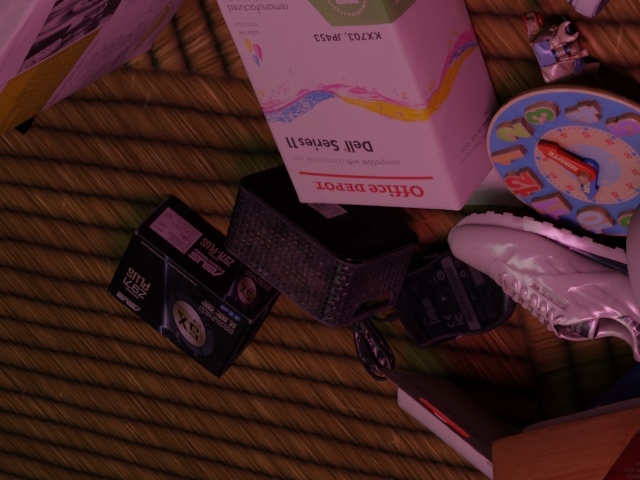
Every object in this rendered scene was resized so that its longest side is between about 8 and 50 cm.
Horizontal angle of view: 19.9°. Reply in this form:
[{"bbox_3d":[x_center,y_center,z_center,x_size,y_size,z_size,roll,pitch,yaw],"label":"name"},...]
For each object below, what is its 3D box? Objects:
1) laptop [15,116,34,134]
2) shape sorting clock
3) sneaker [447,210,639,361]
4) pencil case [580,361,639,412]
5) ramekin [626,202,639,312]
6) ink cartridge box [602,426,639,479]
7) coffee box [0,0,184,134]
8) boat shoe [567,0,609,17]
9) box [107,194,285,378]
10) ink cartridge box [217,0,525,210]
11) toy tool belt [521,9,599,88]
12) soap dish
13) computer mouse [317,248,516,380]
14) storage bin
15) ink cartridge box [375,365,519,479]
[{"bbox_3d":[-0.447,-0.235,2.129,0.264,0.136,0.234,42,143,-1],"label":"laptop"},{"bbox_3d":[0.256,-0.071,1.733,0.206,0.040,0.206,20,149,12],"label":"shape sorting clock"},{"bbox_3d":[0.230,0.042,1.812,0.235,0.095,0.090,18,166,18],"label":"sneaker"},{"bbox_3d":[0.344,0.186,1.872,0.306,0.133,0.119,-51,55,52],"label":"pencil case"},{"bbox_3d":[0.381,0.032,1.627,0.109,0.207,0.207,-28,106,41],"label":"ramekin"},{"bbox_3d":[0.371,0.146,1.392,0.197,0.273,0.114,-3,122,43],"label":"ink cartridge box"},{"bbox_3d":[-0.309,-0.327,1.722,0.337,0.334,0.338,51,142,4],"label":"coffee box"},{"bbox_3d":[0.240,-0.277,1.535,0.076,0.083,0.226,34,143,8],"label":"boat shoe"},{"bbox_3d":[-0.152,0.057,2.209,0.180,0.077,0.147,38,143,4],"label":"box"},{"bbox_3d":[0.052,-0.148,1.796,0.207,0.119,0.353,3,129,38],"label":"ink cartridge box"},{"bbox_3d":[0.223,-0.182,1.681,0.051,0.052,0.083,-18,122,14],"label":"toy tool belt"},{"bbox_3d":[0.326,0.296,1.803,0.229,0.118,0.291,-21,116,45],"label":"soap dish"},{"bbox_3d":[0.110,0.031,1.983,0.262,0.060,0.184,-30,85,47],"label":"computer mouse"},{"bbox_3d":[0.000,0.000,1.944,0.180,0.122,0.084,37,127,29],"label":"storage bin"},{"bbox_3d":[0.153,0.214,1.985,0.181,0.224,0.056,38,101,25],"label":"ink cartridge box"}]
